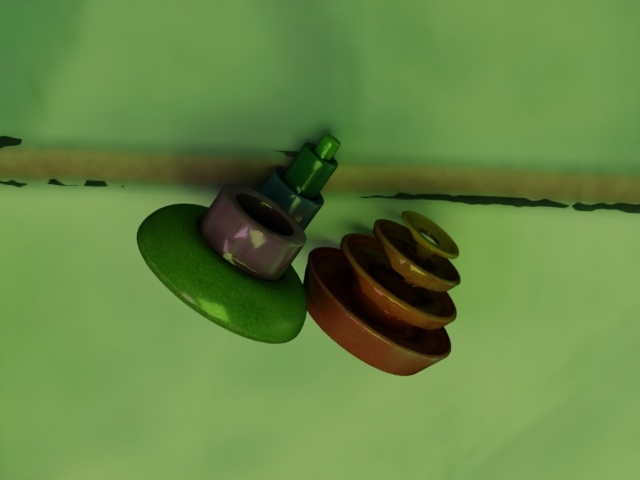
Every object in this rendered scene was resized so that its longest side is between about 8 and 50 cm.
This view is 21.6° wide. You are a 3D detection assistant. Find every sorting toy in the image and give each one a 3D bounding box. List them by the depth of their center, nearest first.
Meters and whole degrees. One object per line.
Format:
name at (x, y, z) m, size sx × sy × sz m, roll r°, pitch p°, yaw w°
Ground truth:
sorting toy at (0.000, 0.000, 0.460) m, size 0.102 × 0.061 × 0.042 m, roll 19°, pitch 114°, yaw -39°
